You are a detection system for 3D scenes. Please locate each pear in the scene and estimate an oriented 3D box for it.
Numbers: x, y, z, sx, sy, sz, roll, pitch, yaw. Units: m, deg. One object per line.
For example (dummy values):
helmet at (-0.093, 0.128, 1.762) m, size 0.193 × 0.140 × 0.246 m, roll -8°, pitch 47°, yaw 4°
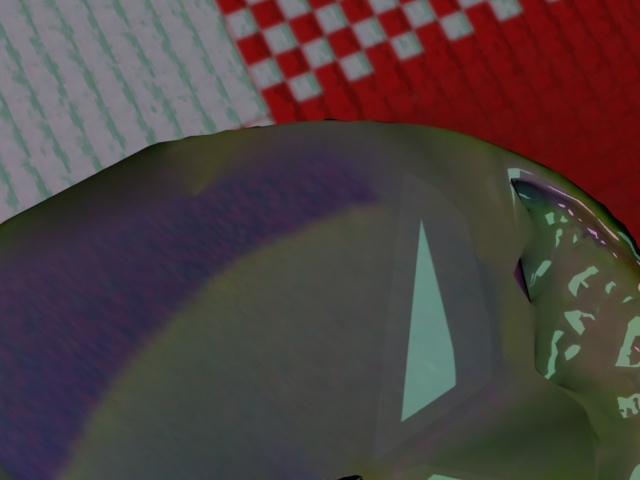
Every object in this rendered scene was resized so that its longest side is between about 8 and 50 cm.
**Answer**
pear at (0.001, 0.161, 0.766) m, size 0.398 × 0.165 × 0.399 m, roll -3°, pitch 67°, yaw 7°

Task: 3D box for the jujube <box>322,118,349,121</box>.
jujube at (0.000, 0.000, 0.918) m, size 0.077 × 0.077 × 0.129 m, roll 12°, pitch 66°, yaw -4°
